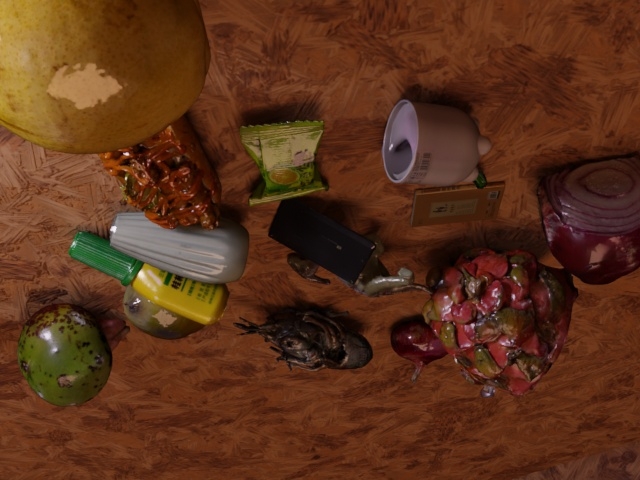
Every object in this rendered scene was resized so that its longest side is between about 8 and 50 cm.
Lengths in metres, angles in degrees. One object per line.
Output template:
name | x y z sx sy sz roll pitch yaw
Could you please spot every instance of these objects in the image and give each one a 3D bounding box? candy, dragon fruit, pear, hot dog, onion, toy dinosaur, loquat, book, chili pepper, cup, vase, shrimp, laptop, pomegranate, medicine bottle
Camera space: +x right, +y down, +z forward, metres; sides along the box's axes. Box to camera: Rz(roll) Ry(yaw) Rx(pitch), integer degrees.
candy | -0.060 -0.125 1.547 0.148 0.069 0.246 -9 149 -2
dragon fruit | 0.335 0.133 1.882 0.262 0.314 0.296 26 162 -19
pear | -0.285 -0.248 1.096 0.314 0.315 0.314 -5 148 -3
hot dog | -0.264 -0.118 1.470 0.158 0.117 0.349 -11 148 7
onion | 0.520 -0.019 1.699 0.216 0.206 0.207 -11 148 7
toy dinosaur | 0.077 0.054 1.804 0.294 0.077 0.162 21 150 15
loquat | -0.301 0.128 1.834 0.195 0.152 0.152 12 144 -40
book | 0.262 -0.067 1.753 0.172 0.012 0.118 -5 148 -4
chili pepper | 0.262 -0.121 1.653 0.117 0.035 0.055 6 153 -34
cup | 0.186 -0.144 1.505 0.141 0.134 0.173 4 145 -20
vase | -0.259 0.004 1.668 0.248 0.128 0.128 12 144 -13
shrimp | -0.019 0.204 2.034 0.372 0.137 0.172 16 105 -44
onion | 0.234 0.268 2.157 0.150 0.140 0.150 9 155 4
laptop | 0.000 0.000 1.713 0.197 0.016 0.135 28 141 2
pomegranate | -0.505 0.221 1.913 0.247 0.214 0.214 -29 165 -40
medicine bottle | -0.321 0.067 1.713 0.308 0.111 0.076 23 120 -8
